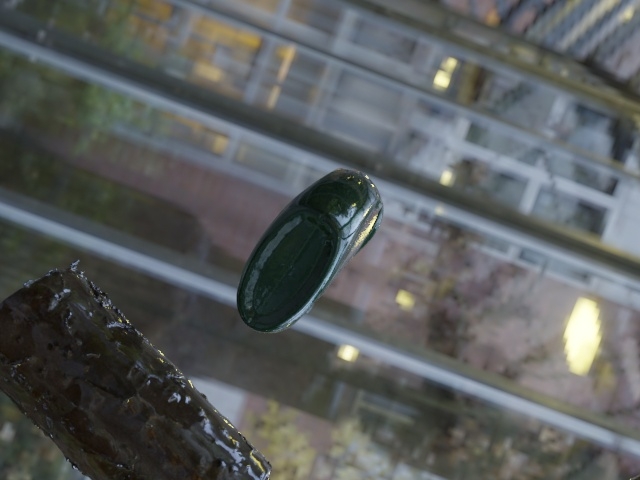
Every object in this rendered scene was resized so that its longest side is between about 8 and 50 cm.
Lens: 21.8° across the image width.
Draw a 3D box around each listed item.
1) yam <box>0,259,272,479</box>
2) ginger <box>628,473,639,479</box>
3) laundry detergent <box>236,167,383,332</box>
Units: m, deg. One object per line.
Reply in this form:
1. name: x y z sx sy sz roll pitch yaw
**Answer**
1. yam: -0.165 0.144 1.401 0.131 0.279 0.131 -46 175 -6
2. ginger: 0.335 0.224 1.535 0.298 0.065 0.118 -32 177 -6
3. laundry detergent: 0.000 0.000 1.326 0.137 0.063 0.211 -59 175 19
